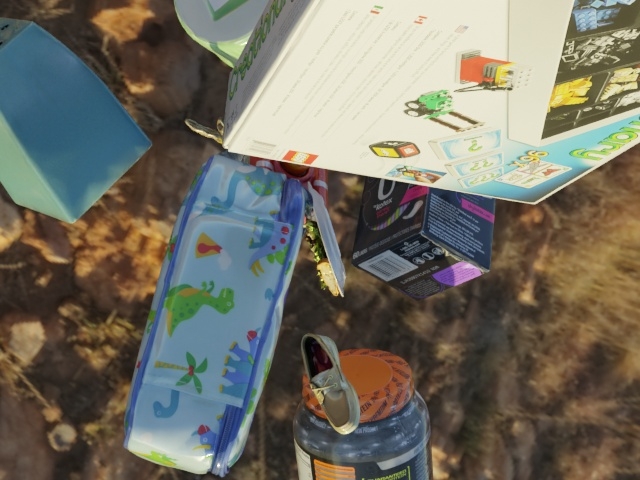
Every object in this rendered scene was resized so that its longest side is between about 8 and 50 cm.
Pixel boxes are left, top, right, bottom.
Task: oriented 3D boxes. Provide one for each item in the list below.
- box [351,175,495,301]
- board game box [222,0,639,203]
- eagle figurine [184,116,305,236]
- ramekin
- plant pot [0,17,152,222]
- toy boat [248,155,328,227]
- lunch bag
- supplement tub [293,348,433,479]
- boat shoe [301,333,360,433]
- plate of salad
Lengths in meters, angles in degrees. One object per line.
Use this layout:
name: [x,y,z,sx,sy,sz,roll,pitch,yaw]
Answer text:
box: [0.166,-0.070,1.634,0.143,0.165,0.270,30,54,-28]
board game box: [0.083,-0.095,0.468,0.193,0.305,0.053,9,73,-16]
eagle figurine: [-0.149,-0.124,2.173,0.226,0.298,0.225,-8,127,-9]
ramekin: [-0.139,-0.486,2.052,0.148,0.303,0.303,12,97,-61]
plant pot: [-0.385,-0.174,1.435,0.166,0.165,0.234,-50,131,-23]
toy boat: [-0.039,-0.148,1.876,0.151,0.151,0.231,17,52,-25]
lunch bag: [-0.074,0.058,0.771,0.090,0.176,0.219,15,75,-3]
supplement tub: [0.069,0.350,1.615,0.207,0.207,0.338,-23,119,-36]
boat shoe: [0.006,0.171,1.282,0.050,0.135,0.045,-37,142,17]
plate of salad: [0.000,0.000,1.750,0.048,0.200,0.200,-17,123,4]
